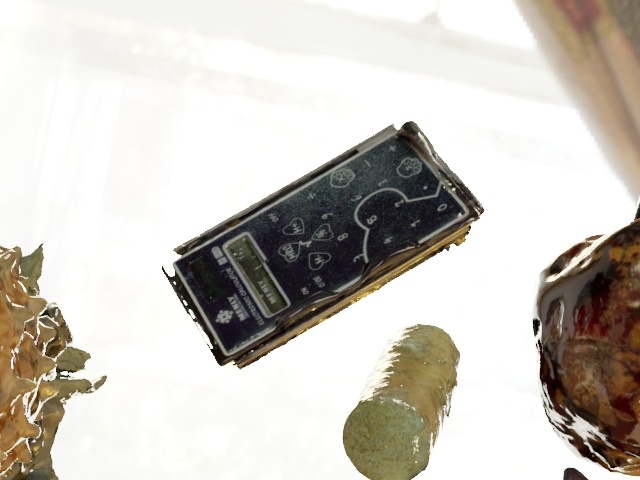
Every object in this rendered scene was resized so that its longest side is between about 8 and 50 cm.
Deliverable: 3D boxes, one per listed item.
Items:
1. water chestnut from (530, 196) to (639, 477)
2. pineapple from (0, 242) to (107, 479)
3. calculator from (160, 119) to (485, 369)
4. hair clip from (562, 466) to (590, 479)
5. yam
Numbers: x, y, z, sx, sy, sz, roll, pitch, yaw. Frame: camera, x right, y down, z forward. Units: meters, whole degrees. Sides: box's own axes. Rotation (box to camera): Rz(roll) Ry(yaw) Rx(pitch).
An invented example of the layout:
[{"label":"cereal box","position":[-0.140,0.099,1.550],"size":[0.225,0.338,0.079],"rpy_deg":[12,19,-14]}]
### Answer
[{"label":"water chestnut","position":[0.319,0.084,1.438],"size":[0.244,0.289,0.289],"rpy_deg":[51,-29,24]},{"label":"pineapple","position":[-0.167,0.063,0.674],"size":[0.364,0.165,0.165],"rpy_deg":[55,46,-82]},{"label":"calculator","position":[0.000,0.000,1.372],"size":[0.166,0.274,0.028],"rpy_deg":[54,-8,41]},{"label":"hair clip","position":[0.318,0.290,1.418],"size":[0.090,0.278,0.137],"rpy_deg":[-53,165,-72]},{"label":"yam","position":[0.089,0.169,1.622],"size":[0.259,0.106,0.106],"rpy_deg":[-47,150,-71]}]
